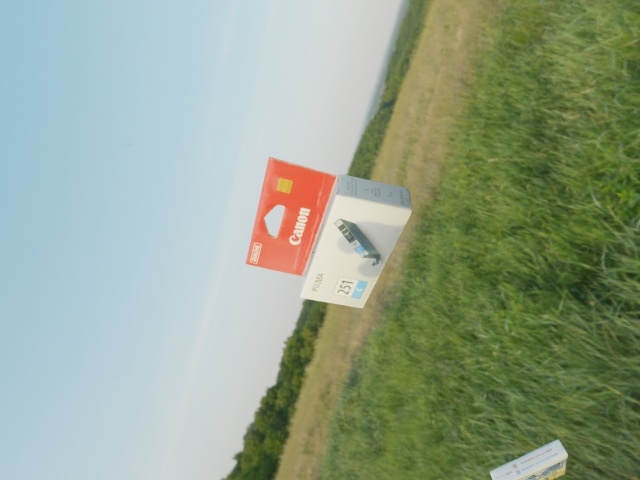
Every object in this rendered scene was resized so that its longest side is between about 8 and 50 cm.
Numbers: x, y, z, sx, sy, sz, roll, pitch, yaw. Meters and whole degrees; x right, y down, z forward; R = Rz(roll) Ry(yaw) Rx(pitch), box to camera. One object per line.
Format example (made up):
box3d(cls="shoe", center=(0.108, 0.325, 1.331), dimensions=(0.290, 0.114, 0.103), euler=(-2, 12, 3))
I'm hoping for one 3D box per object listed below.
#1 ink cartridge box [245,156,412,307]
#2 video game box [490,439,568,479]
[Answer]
box3d(cls="ink cartridge box", center=(0.000, 0.000, 1.015), dimensions=(0.296, 0.260, 0.066), euler=(109, 169, -45))
box3d(cls="video game box", center=(0.531, 0.590, 1.353), dimensions=(0.205, 0.187, 0.048), euler=(59, -173, -50))
